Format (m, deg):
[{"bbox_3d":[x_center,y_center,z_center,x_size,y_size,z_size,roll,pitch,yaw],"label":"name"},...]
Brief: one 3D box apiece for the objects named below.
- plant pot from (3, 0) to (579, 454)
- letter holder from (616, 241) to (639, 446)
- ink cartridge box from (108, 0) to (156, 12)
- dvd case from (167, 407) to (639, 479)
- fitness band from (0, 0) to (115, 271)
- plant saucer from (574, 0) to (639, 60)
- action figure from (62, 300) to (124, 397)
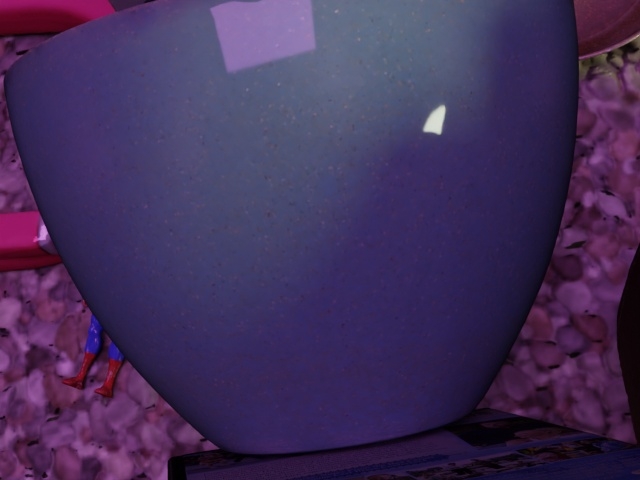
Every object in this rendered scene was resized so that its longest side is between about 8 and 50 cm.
[{"bbox_3d":[0.000,0.000,0.519,0.290,0.290,0.195,-10,87,8],"label":"plant pot"},{"bbox_3d":[0.219,0.011,0.446,0.152,0.302,0.214,-11,72,7],"label":"letter holder"},{"bbox_3d":[-0.068,-0.231,0.569,0.129,0.307,0.223,-12,72,5],"label":"ink cartridge box"},{"bbox_3d":[0.028,0.102,0.415,0.181,0.253,0.022,-7,87,-10],"label":"dvd case"},{"bbox_3d":[-0.241,-0.084,0.692,0.291,0.054,0.208,-2,73,9],"label":"fitness band"},{"bbox_3d":[0.147,-0.199,0.662,0.199,0.036,0.198,-3,73,11],"label":"plant saucer"},{"bbox_3d":[-0.133,0.042,0.649,0.038,0.030,0.115,11,74,19],"label":"action figure"}]
